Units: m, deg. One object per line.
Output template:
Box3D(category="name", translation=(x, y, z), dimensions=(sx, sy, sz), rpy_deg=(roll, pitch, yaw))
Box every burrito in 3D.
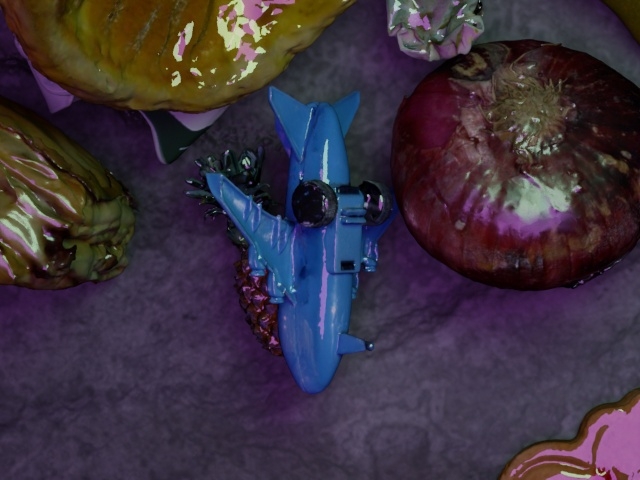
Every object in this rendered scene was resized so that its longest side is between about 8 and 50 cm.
Box3D(category="burrito", translation=(0.097, -0.309, 1.765), dimensions=(0.096, 0.066, 0.309), rpy_deg=(-9, 80, 20))

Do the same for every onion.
Box3D(category="onion", translation=(0.185, -0.064, 1.771), dimensions=(0.246, 0.190, 0.246), rpy_deg=(-1, 66, 3))

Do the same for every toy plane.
Box3D(category="toy plane", translation=(0.000, 0.000, 1.772), dimensions=(0.105, 0.254, 0.271), rpy_deg=(-8, 86, 41))

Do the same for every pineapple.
Box3D(category="pineapple", translation=(-0.052, 0.017, 1.849), dimensions=(0.083, 0.103, 0.221), rpy_deg=(-24, 94, 9))

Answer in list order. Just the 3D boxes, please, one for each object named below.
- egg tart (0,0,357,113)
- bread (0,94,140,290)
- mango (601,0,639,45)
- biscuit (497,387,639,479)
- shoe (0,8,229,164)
Box3D(category="egg tart", translation=(-0.109, -0.282, 1.657), dimensions=(0.388, 0.388, 0.169), rpy_deg=(-49, 48, 9))
Box3D(category="bread", translation=(-0.335, -0.063, 1.790), dimensions=(0.325, 0.277, 0.167), rpy_deg=(15, 93, 8))
Box3D(category="mango", translation=(0.256, -0.292, 1.771), dimensions=(0.289, 0.129, 0.146), rpy_deg=(39, 97, -8))
Box3D(category="biscuit", translation=(0.244, 0.289, 1.877), dimensions=(0.202, 0.047, 0.334), rpy_deg=(36, 98, 1))
Box3D(category="shoe", translation=(-0.239, -0.209, 1.831), dimensions=(0.363, 0.132, 0.160), rpy_deg=(33, 98, -6))
